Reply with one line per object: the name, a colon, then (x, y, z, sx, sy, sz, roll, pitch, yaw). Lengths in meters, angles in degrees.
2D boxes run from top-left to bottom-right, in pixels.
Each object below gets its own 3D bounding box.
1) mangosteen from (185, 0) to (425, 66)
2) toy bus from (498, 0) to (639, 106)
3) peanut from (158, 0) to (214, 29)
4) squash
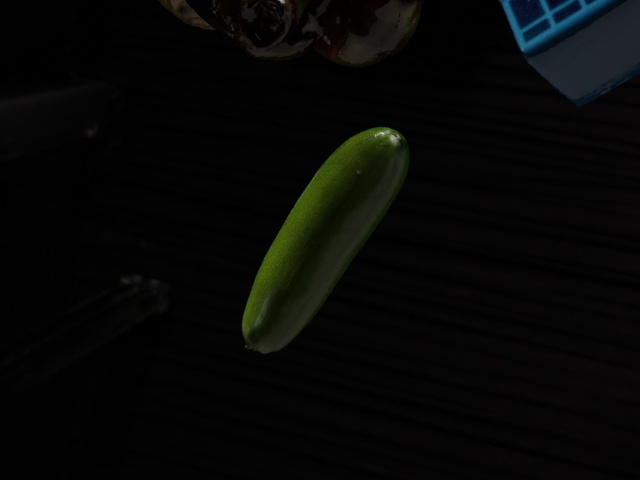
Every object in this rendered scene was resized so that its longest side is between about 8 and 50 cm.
mangosteen: (-0.024, -0.262, 0.967, 0.287, 0.233, 0.288, -3, -85, -47)
toy bus: (0.193, -0.163, 0.659, 0.090, 0.184, 0.106, 26, -138, -49)
peanut: (-0.096, -0.318, 1.426, 0.197, 0.233, 0.110, 104, -174, -50)
squash: (0.000, -0.002, 1.210, 0.292, 0.082, 0.082, -57, -5, 29)
